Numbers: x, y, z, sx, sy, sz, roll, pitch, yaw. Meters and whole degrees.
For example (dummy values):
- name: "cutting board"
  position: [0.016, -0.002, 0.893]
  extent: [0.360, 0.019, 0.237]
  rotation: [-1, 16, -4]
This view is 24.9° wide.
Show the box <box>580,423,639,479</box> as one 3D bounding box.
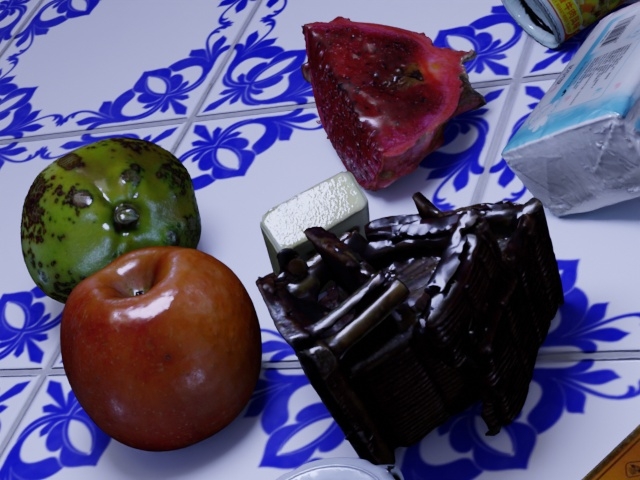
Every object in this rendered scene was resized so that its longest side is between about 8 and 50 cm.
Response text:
- name: "box"
  position: [0.331, 0.246, 1.207]
  extent: [0.152, 0.070, 0.237]
  rotation: [-39, 37, -18]

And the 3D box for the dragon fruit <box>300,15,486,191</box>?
- name: "dragon fruit"
  position: [0.109, -0.169, 1.832]
  extent: [0.212, 0.134, 0.262]
  rotation: [-17, 50, -8]

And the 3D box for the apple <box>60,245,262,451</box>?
- name: "apple"
  position: [-0.171, 0.115, 1.563]
  extent: [0.218, 0.201, 0.218]
  rotation: [-16, 29, 9]

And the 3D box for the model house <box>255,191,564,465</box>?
- name: "model house"
  position: [0.096, 0.038, 1.438]
  extent: [0.283, 0.317, 0.297]
  rotation: [-31, 48, -1]

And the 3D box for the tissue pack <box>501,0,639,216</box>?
- name: "tissue pack"
  position: [0.351, -0.161, 1.628]
  extent: [0.201, 0.124, 0.271]
  rotation: [-13, 32, 52]

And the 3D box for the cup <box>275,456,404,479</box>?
- name: "cup"
  position: [0.022, 0.284, 1.228]
  extent: [0.167, 0.202, 0.221]
  rotation: [-25, 36, -3]

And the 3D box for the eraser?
- name: "eraser"
  position: [0.000, 0.000, 1.629]
  extent: [0.117, 0.172, 0.058]
  rotation: [-31, 68, -9]

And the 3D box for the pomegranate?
- name: "pomegranate"
  position: [-0.273, -0.035, 1.801]
  extent: [0.222, 0.204, 0.276]
  rotation: [-16, 35, -18]

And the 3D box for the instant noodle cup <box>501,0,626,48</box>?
- name: "instant noodle cup"
  position: [0.348, -0.363, 1.892]
  extent: [0.212, 0.193, 0.193]
  rotation: [-40, 37, -6]
